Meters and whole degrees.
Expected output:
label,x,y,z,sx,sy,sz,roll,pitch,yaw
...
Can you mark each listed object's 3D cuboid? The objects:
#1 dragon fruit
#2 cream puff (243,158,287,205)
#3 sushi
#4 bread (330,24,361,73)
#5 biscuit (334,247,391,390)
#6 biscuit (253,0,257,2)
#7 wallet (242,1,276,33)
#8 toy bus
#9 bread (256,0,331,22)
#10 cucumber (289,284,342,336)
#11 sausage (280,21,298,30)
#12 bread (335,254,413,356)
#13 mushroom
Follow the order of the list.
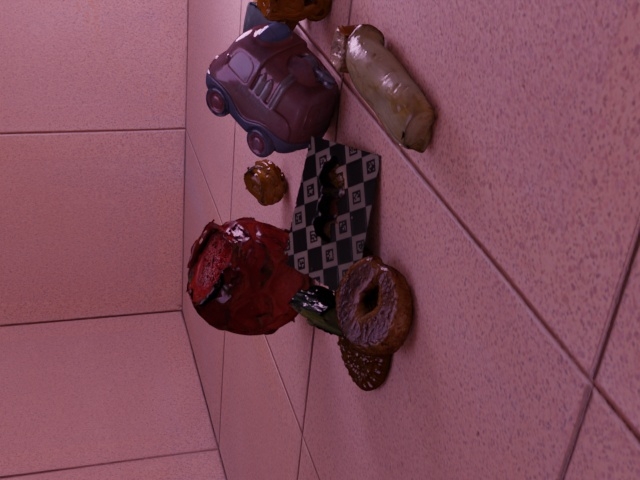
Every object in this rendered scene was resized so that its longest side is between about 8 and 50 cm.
label,x,y,z,sx,sy,sz,roll,pitch,yaw
dragon fruit,-0.172,0.088,2.196,0.296,0.302,0.295,-177,90,-71
cream puff,-0.143,-0.152,2.367,0.119,0.104,0.133,49,163,8
sushi,0.037,-0.051,1.819,0.264,0.050,0.289,24,106,52
bread,0.059,-0.367,1.705,0.076,0.070,0.083,-117,31,-51
biscuit,0.077,0.157,1.813,0.305,0.038,0.305,176,90,-73
biscuit,-0.145,-0.696,2.379,0.250,0.030,0.160,-161,69,-72
wallet,-0.136,-0.487,2.317,0.342,0.075,0.237,-133,43,-63
toy bus,-0.093,-0.341,1.920,0.294,0.197,0.231,47,139,13
bread,-0.055,-0.558,1.930,0.143,0.149,0.158,-125,41,-56
cucumber,0.008,0.141,1.839,0.085,0.115,0.193,-49,20,-6
sausage,-0.086,-0.606,2.072,0.112,0.112,0.328,-168,74,-73
bread,0.100,0.123,1.634,0.193,0.064,0.193,-9,78,50
mushroom,0.111,-0.269,1.541,0.312,0.081,0.099,-114,20,-46
